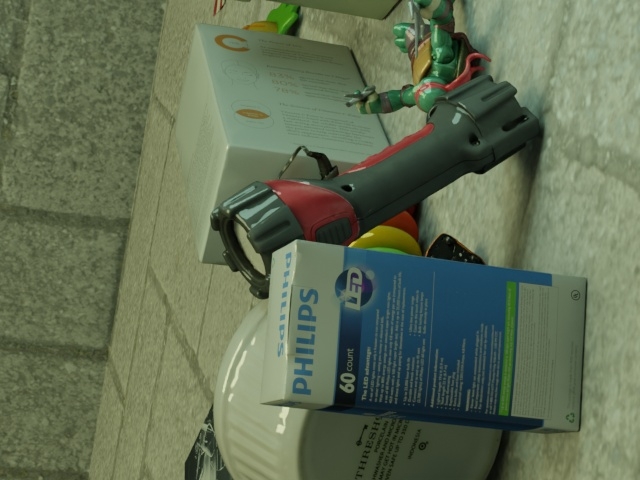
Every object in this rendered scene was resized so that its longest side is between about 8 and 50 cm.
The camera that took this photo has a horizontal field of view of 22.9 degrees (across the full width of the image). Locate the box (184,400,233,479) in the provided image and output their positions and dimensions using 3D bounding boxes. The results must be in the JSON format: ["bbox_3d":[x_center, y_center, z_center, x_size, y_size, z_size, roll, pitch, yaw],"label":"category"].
[{"bbox_3d":[-0.038,0.338,1.805,0.312,0.179,0.343,115,157,-50],"label":"box"}]

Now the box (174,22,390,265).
[{"bbox_3d":[-0.054,-0.118,1.998,0.345,0.215,0.168,-107,28,-56],"label":"box"}]

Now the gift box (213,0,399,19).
[{"bbox_3d":[-0.013,-0.406,1.908,0.276,0.258,0.255,133,142,-63],"label":"gift box"}]

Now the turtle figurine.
[{"bbox_3d":[0.105,-0.192,1.657,0.175,0.118,0.234,-54,14,32],"label":"turtle figurine"}]

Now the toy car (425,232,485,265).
[{"bbox_3d":[0.127,0.055,1.585,0.040,0.060,0.122,-16,-56,-72],"label":"toy car"}]

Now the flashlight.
[{"bbox_3d":[0.049,-0.058,1.454,0.103,0.304,0.103,57,157,4],"label":"flashlight"}]

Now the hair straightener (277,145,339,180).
[{"bbox_3d":[0.000,0.000,1.822,0.047,0.089,0.230,-105,-2,-71],"label":"hair straightener"}]

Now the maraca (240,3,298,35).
[{"bbox_3d":[-0.091,-0.295,2.446,0.185,0.099,0.127,-58,27,-2],"label":"maraca"}]

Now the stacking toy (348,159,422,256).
[{"bbox_3d":[0.065,0.039,1.695,0.141,0.141,0.330,115,162,-47],"label":"stacking toy"}]

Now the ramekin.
[{"bbox_3d":[0.047,0.161,1.456,0.127,0.273,0.272,30,113,59],"label":"ramekin"}]

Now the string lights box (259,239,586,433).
[{"bbox_3d":[0.088,0.084,1.323,0.077,0.260,0.133,153,124,-71],"label":"string lights box"}]
